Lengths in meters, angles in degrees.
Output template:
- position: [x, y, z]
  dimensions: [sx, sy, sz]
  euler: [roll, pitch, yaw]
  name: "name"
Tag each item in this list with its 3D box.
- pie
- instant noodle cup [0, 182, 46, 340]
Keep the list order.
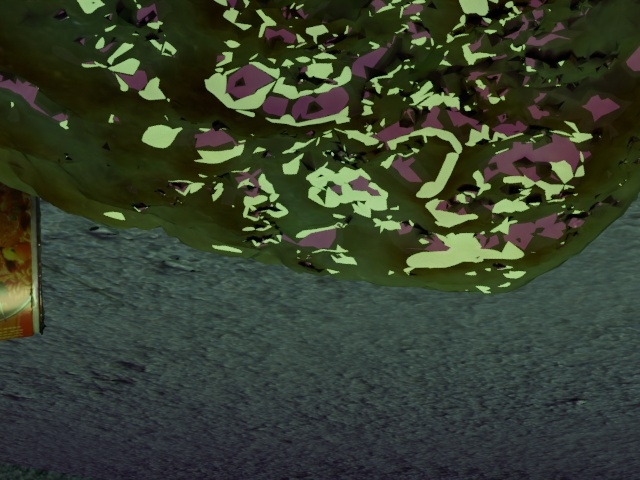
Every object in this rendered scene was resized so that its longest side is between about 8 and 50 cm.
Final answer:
- position: [-0.051, -0.137, 0.358]
  dimensions: [0.395, 0.180, 0.418]
  euler: [10, 141, 13]
  name: "pie"
- position: [-0.306, -0.002, 0.917]
  dimensions: [0.174, 0.213, 0.213]
  euler: [-1, 161, -14]
  name: "instant noodle cup"
